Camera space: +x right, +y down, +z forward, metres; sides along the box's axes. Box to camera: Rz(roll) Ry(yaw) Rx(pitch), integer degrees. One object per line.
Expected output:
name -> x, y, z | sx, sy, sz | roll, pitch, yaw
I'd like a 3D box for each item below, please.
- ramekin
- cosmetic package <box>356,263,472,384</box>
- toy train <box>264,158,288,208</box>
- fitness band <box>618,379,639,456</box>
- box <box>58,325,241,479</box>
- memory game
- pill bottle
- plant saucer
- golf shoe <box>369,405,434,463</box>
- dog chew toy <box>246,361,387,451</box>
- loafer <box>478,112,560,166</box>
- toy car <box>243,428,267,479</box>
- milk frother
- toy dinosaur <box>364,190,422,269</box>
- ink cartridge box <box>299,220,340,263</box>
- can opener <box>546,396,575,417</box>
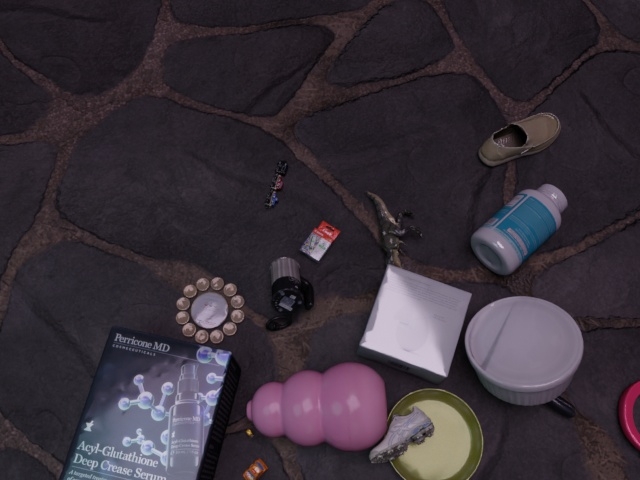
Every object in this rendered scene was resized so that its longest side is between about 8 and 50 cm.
ramekin -> 0.494, 0.276, 1.577 | 0.272, 0.127, 0.273 | -10, 44, 10
cosmetic package -> 0.234, 0.213, 1.634 | 0.224, 0.138, 0.225 | 20, 71, 6
toy train -> -0.123, -0.158, 1.831 | 0.036, 0.027, 0.158 | 19, 69, -6
fitness band -> 0.886, 0.457, 1.604 | 0.290, 0.054, 0.209 | 15, 67, 3
box -> -0.380, 0.435, 1.495 | 0.293, 0.212, 0.396 | 11, 68, 4
memory game -> -0.290, 0.184, 1.701 | 0.186, 0.012, 0.186 | 1, 69, -2
pill bottle -> 0.541, -0.038, 1.734 | 0.264, 0.146, 0.146 | -39, 75, -14
plant saucer -> 0.275, 0.487, 1.583 | 0.240, 0.037, 0.241 | 0, 69, 0
golf shoe -> 0.183, 0.465, 1.547 | 0.176, 0.069, 0.086 | -26, 51, -13
dog chew toy -> -0.009, 0.397, 1.532 | 0.331, 0.207, 0.207 | -4, 69, 5
loafer -> 0.586, -0.298, 1.864 | 0.268, 0.092, 0.102 | -27, 72, -11
toy car -> -0.173, 0.520, 1.558 | 0.060, 0.040, 0.122 | -24, 72, -10
milk frother -> -0.100, 0.144, 1.681 | 0.143, 0.129, 0.135 | -32, 32, 16
toy dinosaur -> 0.209, -0.037, 1.774 | 0.118, 0.064, 0.268 | -14, 66, 0
ink cartridge box -> 0.000, 0.000, 1.769 | 0.062, 0.029, 0.115 | 32, 72, 11
can opener -> 0.555, 0.386, 1.626 | 0.186, 0.073, 0.059 | 25, 32, 5
